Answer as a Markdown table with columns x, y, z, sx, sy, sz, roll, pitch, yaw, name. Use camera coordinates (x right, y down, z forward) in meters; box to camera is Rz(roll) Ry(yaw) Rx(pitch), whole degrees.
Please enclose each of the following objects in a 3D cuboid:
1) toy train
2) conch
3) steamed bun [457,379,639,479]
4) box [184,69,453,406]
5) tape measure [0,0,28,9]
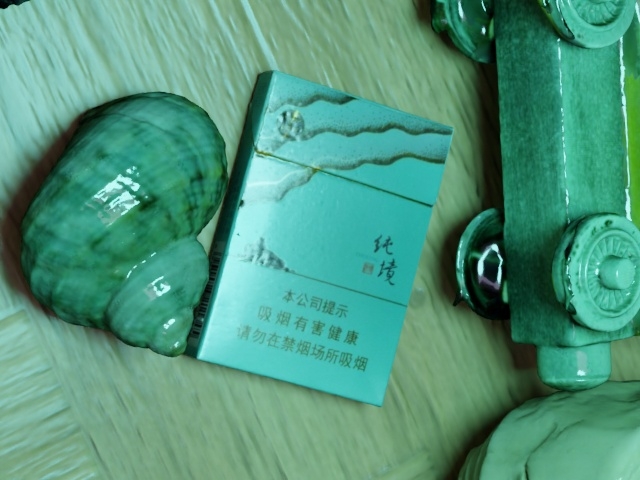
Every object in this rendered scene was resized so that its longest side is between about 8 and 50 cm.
| x | y | z | sx | sy | sz | roll | pitch | yaw | name |
| --- | --- | --- | --- | --- | --- | --- | --- | --- | --- |
| 0.230 | -0.086 | 1.479 | 0.253 | 0.160 | 0.397 | -5 | 92 | -35 | toy train |
| -0.135 | -0.014 | 1.371 | 0.176 | 0.122 | 0.188 | -4 | 98 | -45 | conch |
| 0.209 | 0.258 | 1.479 | 0.276 | 0.203 | 0.289 | -24 | 112 | -36 | steamed bun |
| 0.000 | -0.001 | 1.463 | 0.162 | 0.041 | 0.229 | 17 | 86 | -22 | box |
| -0.211 | -0.298 | 1.317 | 0.231 | 0.149 | 0.245 | -44 | 99 | -11 | tape measure |
